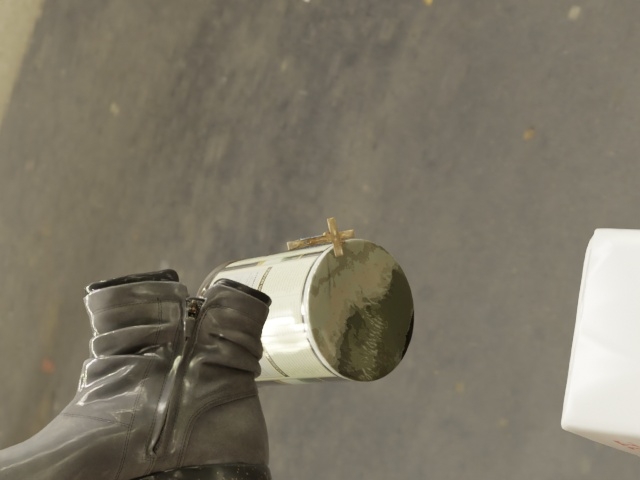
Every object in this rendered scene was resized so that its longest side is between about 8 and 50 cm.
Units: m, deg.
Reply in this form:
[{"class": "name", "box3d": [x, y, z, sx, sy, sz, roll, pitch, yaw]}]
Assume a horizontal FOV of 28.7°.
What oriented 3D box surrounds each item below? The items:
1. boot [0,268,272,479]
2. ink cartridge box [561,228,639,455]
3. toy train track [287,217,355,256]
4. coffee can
[{"class": "boot", "box3d": [-0.206, 0.142, 1.137, 0.118, 0.338, 0.223, 146, 122, -63]}, {"class": "ink cartridge box", "box3d": [0.309, 0.080, 0.674, 0.289, 0.211, 0.122, 2, 75, 41]}, {"class": "toy train track", "box3d": [0.000, 0.000, 1.517, 0.014, 0.083, 0.048, 140, 119, -75]}, {"class": "coffee can", "box3d": [-0.029, 0.113, 1.831, 0.275, 0.201, 0.202, -10, 73, 50]}]
